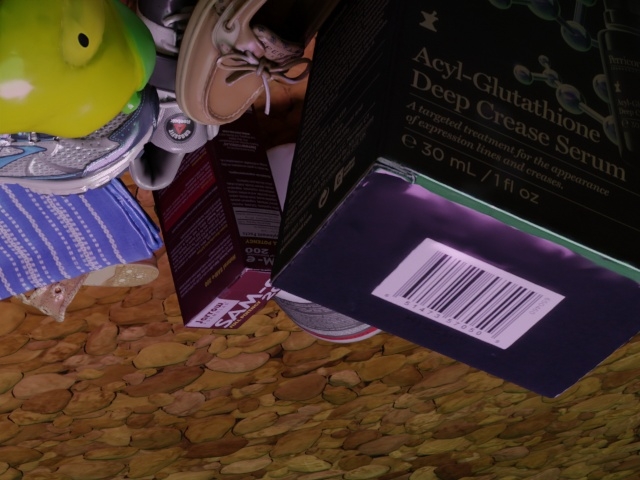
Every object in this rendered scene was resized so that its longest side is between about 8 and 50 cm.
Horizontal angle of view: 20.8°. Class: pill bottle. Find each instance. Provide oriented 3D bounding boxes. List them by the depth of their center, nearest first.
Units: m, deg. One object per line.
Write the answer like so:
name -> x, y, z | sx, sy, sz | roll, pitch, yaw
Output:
pill bottle -> 0.000, 0.000, 2.005 | 0.176, 0.176, 0.318 | -18, 161, 7

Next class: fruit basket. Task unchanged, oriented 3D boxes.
fruit basket -> -0.298, -0.190, 1.287 | 0.392, 0.392, 0.283 | -8, 153, -13

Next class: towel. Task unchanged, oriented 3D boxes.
towel -> -0.359, -0.027, 1.823 | 0.336, 0.040, 0.243 | -17, 129, 21

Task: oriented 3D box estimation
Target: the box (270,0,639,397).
box -> 0.153, -0.111, 1.559 | 0.293, 0.395, 0.212 | 22, 141, -16

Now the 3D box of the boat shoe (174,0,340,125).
boat shoe -> -0.036, -0.215, 1.571 | 0.104, 0.089, 0.285 | 5, 122, -49

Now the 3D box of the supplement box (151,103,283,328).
supplement box -> -0.109, -0.041, 1.828 | 0.073, 0.239, 0.130 | 5, 148, -36

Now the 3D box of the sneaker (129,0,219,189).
sneaker -> -0.127, -0.168, 1.681 | 0.122, 0.146, 0.330 | -3, 150, -20

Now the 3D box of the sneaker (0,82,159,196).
sneaker -> -0.288, -0.104, 1.603 | 0.283, 0.110, 0.122 | -11, 154, 14

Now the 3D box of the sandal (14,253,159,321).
sandal -> -0.306, 0.059, 2.109 | 0.240, 0.079, 0.088 | -1, 151, -25
